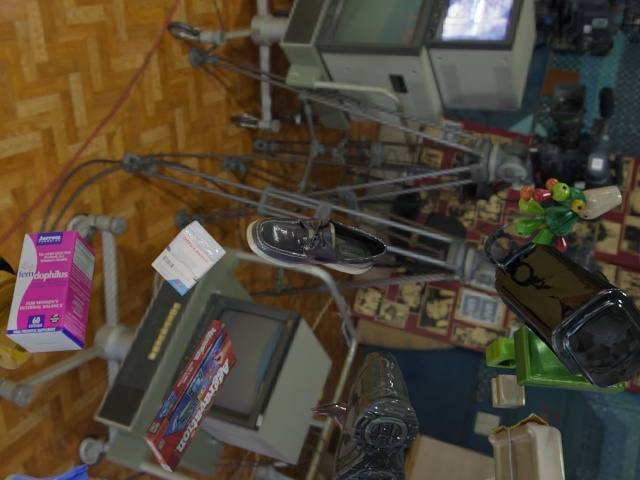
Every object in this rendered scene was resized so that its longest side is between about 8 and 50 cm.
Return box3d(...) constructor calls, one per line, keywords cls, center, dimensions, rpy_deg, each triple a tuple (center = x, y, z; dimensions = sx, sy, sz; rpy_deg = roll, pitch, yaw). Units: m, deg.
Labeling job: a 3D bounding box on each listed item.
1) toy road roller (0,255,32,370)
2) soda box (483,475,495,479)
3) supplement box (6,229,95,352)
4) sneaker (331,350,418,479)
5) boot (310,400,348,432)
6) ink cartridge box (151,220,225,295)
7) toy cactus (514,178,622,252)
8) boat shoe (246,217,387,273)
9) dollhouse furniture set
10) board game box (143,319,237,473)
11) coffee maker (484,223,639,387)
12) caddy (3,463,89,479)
box3d(cls="toy road roller", center=(-0.700, 0.200, 1.432), dimensions=(0.203, 0.240, 0.330), rpy_deg=(-55, 165, -36))
box3d(cls="soda box", center=(0.348, 0.517, 1.265), dimensions=(0.084, 0.263, 0.092), rpy_deg=(59, 17, -2))
box3d(cls="supplement box", center=(-0.538, 0.102, 1.314), dimensions=(0.114, 0.111, 0.220), rpy_deg=(81, 5, -61))
box3d(cls="sneaker", center=(0.079, 0.274, 0.952), dimensions=(0.130, 0.108, 0.286), rpy_deg=(-90, -170, -47))
box3d(cls="boot", center=(0.037, 0.344, 1.152), dimensions=(0.106, 0.037, 0.114), rpy_deg=(1, 71, -26))
box3d(cls="ink cartridge box", center=(-0.428, 0.058, 2.115), dimensions=(0.203, 0.148, 0.086), rpy_deg=(-41, -176, 30))
box3d(cls="toy cactus", center=(0.420, -0.042, 1.097), dimensions=(0.219, 0.180, 0.112), rpy_deg=(69, 2, -53))
box3d(cls="boat shoe", center=(0.000, 0.000, 1.239), dimensions=(0.285, 0.092, 0.103), rpy_deg=(14, 60, -30))
box3d(cls="dollhouse furniture set", center=(0.367, 0.301, 1.024), dimensions=(0.198, 0.151, 0.302), rpy_deg=(103, -9, -68))
box3d(cls="board game box", center=(-0.258, 0.317, 1.335), dimensions=(0.145, 0.027, 0.281), rpy_deg=(82, 28, -47))
box3d(cls="coffee maker", center=(0.295, 0.081, 0.811), dimensions=(0.120, 0.171, 0.178), rpy_deg=(-62, -166, 11))
box3d(cls="caddy", center=(-0.583, 0.548, 1.284), dimensions=(0.241, 0.341, 0.179), rpy_deg=(-16, 75, -47))
